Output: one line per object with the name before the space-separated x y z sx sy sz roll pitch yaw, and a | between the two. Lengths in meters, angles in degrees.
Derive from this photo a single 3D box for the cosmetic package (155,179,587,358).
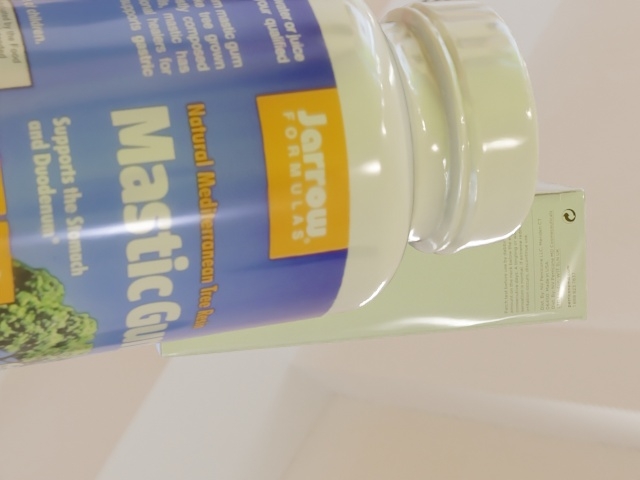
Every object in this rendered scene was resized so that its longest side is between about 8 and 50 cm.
cosmetic package | 0.000 0.000 1.054 0.377 0.284 0.097 -150 -122 -77

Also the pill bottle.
pill bottle | -0.052 -0.034 0.591 0.152 0.272 0.152 171 -90 -74
